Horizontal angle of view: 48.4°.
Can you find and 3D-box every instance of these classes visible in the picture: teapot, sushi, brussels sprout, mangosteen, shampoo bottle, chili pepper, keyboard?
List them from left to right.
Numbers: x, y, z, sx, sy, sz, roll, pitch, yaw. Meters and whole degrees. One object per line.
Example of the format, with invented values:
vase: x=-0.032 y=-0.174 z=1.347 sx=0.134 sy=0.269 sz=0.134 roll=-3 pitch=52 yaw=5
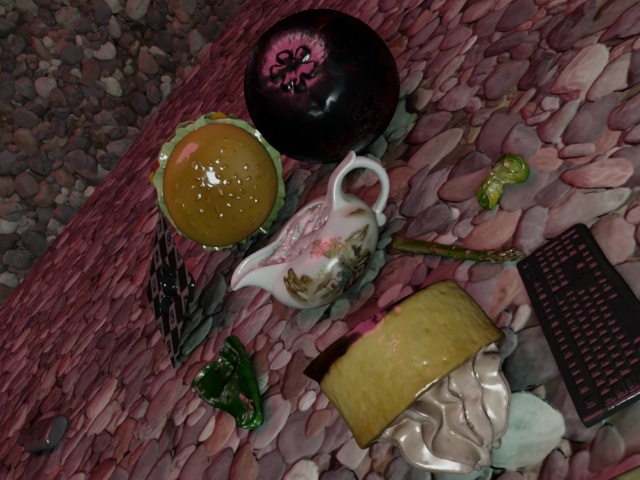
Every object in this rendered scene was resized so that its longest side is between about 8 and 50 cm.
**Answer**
shampoo bottle: x=-0.617 y=0.429 z=1.567 sx=0.165 sy=0.040 sz=0.080 roll=-22 pitch=38 yaw=40
sushi: x=-0.279 y=0.091 z=1.393 sx=0.231 sy=0.047 sz=0.219 roll=54 pitch=137 yaw=46
chili pepper: x=-0.138 y=0.228 z=1.104 sx=0.108 sy=0.062 sz=0.216 roll=-53 pitch=27 yaw=3
teapot: x=0.000 y=0.000 z=1.116 sx=0.298 sy=0.139 sz=0.204 roll=-47 pitch=24 yaw=3
mangosteen: x=0.012 y=-0.283 z=1.357 sx=0.300 sy=0.300 sz=0.300 roll=-36 pitch=29 yaw=23
brussels sprout: x=0.243 y=-0.082 z=0.964 sx=0.083 sy=0.046 sz=0.051 roll=-43 pitch=20 yaw=13
keyboard: x=0.269 y=0.101 z=0.681 sx=0.103 sy=0.041 sz=0.381 roll=-38 pitch=28 yaw=20

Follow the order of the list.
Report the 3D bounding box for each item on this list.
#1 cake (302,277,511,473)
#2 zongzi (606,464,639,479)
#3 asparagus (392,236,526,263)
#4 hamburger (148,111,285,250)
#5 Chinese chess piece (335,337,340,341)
cake: x=0.110 y=0.157 z=0.733 sx=0.185 sy=0.178 sz=0.208 roll=-18 pitch=-18 yaw=-42
zongzi: x=0.159 y=0.252 z=0.590 sx=0.205 sy=0.094 sz=0.204 roll=-8 pitch=43 yaw=53
asparagus: x=0.177 y=0.013 z=0.960 sx=0.024 sy=0.025 sz=0.248 roll=-12 pitch=10 yaw=-30
hamburger: x=-0.204 y=-0.117 z=1.431 sx=0.274 sy=0.274 sz=0.212 roll=-47 pitch=19 yaw=2
Chinese chess piece: x=0.040 y=0.164 z=0.950 sx=0.084 sy=0.034 sz=0.084 roll=-33 pitch=30 yaw=22
